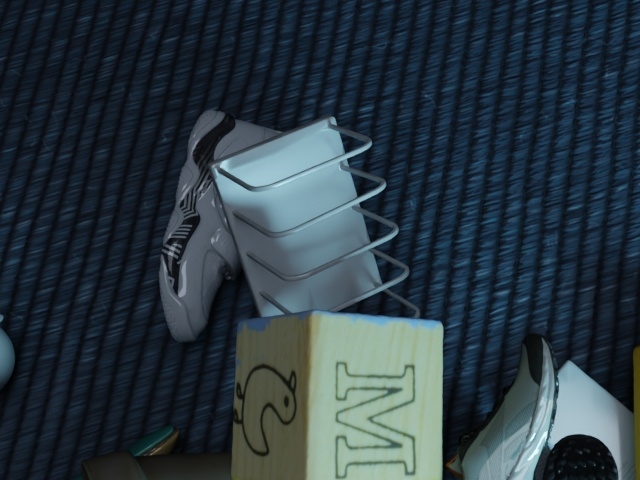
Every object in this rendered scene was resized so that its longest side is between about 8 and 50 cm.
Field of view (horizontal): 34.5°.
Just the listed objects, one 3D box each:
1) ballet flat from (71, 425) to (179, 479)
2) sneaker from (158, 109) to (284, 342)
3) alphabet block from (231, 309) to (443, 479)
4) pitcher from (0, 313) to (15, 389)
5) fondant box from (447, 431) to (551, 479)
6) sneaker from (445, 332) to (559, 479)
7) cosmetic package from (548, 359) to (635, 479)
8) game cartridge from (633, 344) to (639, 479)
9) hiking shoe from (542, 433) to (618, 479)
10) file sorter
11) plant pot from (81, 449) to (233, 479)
[{"bbox_3d":[-0.292,0.347,1.465,0.232,0.080,0.073,-29,100,-3],"label":"ballet flat"},{"bbox_3d":[-0.109,-0.020,1.529,0.210,0.137,0.366,6,69,8],"label":"sneaker"},{"bbox_3d":[0.020,0.192,1.226,0.193,0.192,0.197,7,78,-30],"label":"alphabet block"},{"bbox_3d":[-0.499,0.139,1.466,0.125,0.207,0.178,34,77,14],"label":"pitcher"},{"bbox_3d":[0.285,0.398,1.310,0.096,0.238,0.330,-23,72,-6],"label":"fondant box"},{"bbox_3d":[0.211,0.231,1.195,0.108,0.100,0.271,16,72,13],"label":"sneaker"},{"bbox_3d":[0.391,0.288,1.422,0.231,0.085,0.117,42,78,17],"label":"cosmetic package"},{"bbox_3d":[0.567,0.273,1.371,0.324,0.053,0.285,10,71,-18],"label":"game cartridge"},{"bbox_3d":[0.287,0.327,1.163,0.086,0.114,0.227,8,44,8],"label":"hiking shoe"},{"bbox_3d":[0.000,0.000,1.409,0.193,0.173,0.277,-24,112,-17],"label":"file sorter"},{"bbox_3d":[-0.133,0.401,1.325,0.280,0.323,0.323,-13,70,-17],"label":"plant pot"}]
